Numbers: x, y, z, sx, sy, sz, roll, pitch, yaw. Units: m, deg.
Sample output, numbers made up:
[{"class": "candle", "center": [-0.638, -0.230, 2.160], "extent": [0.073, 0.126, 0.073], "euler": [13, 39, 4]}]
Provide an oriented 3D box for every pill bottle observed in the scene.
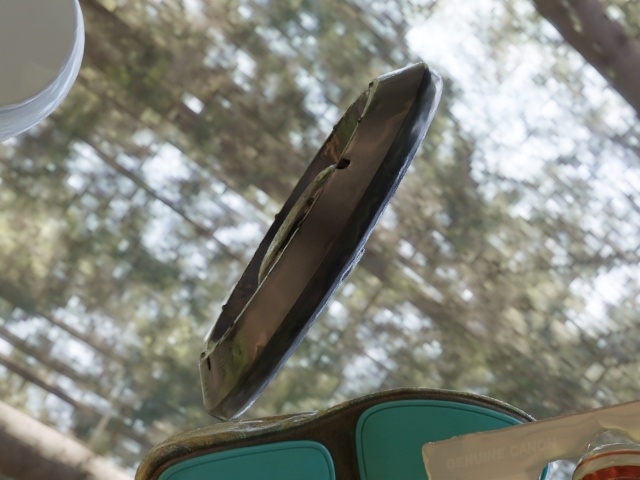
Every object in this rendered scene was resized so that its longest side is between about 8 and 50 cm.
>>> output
[{"class": "pill bottle", "center": [-0.215, -0.125, 1.030], "extent": [0.131, 0.131, 0.229], "euler": [-59, -166, -8]}]

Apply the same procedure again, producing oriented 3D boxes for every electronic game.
[{"class": "electronic game", "center": [0.000, 0.000, 0.928], "extent": [0.229, 0.048, 0.229], "euler": [-57, -174, 10]}]

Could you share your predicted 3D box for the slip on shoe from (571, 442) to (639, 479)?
[{"class": "slip on shoe", "center": [0.320, 0.275, 1.233], "extent": [0.101, 0.331, 0.123], "euler": [-42, 170, -41]}]

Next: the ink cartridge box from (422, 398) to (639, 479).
[{"class": "ink cartridge box", "center": [0.122, 0.140, 0.558], "extent": [0.145, 0.045, 0.179], "euler": [-17, -96, 31]}]

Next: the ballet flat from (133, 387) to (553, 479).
[{"class": "ballet flat", "center": [0.014, 0.185, 1.371], "extent": [0.123, 0.348, 0.123], "euler": [174, -90, -76]}]
